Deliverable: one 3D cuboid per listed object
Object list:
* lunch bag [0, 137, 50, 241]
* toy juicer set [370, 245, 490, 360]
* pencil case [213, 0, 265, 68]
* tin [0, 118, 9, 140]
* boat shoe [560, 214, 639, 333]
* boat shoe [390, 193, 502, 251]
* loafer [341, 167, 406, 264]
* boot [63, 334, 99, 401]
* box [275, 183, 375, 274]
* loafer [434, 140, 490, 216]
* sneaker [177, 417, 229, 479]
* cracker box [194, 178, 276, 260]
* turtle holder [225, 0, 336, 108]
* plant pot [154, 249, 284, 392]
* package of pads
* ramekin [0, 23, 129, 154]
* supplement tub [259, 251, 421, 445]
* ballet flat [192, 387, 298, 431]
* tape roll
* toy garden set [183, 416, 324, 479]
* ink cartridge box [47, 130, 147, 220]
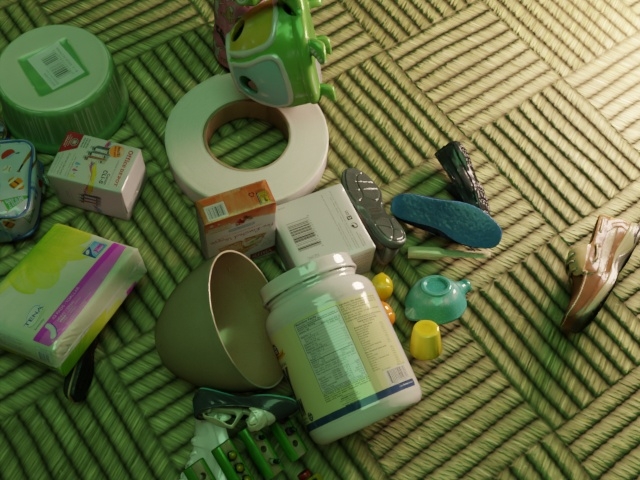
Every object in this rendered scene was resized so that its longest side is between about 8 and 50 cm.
[{"bbox_3d":[-0.767,-0.113,1.849,0.303,0.115,0.243,-5,60,-5],"label":"lunch bag"},{"bbox_3d":[0.218,0.117,1.806,0.209,0.089,0.329,17,44,25],"label":"toy juicer set"},{"bbox_3d":[-0.189,-0.582,1.973,0.160,0.386,0.167,-32,67,-20],"label":"pencil case"},{"bbox_3d":[-0.834,-0.243,1.955,0.190,0.040,0.106,-1,58,-4],"label":"tin"},{"bbox_3d":[0.601,0.066,1.835,0.120,0.122,0.324,30,56,18],"label":"boat shoe"},{"bbox_3d":[0.291,-0.054,1.878,0.258,0.089,0.109,25,90,14],"label":"boat shoe"},{"bbox_3d":[0.103,-0.057,1.881,0.096,0.084,0.267,0,42,-28],"label":"loafer"},{"bbox_3d":[-0.539,0.240,1.703,0.137,0.077,0.198,0,49,2],"label":"boot"},{"bbox_3d":[0.000,0.000,1.826,0.182,0.119,0.181,-21,65,-14],"label":"box"},{"bbox_3d":[0.335,-0.128,1.947,0.078,0.076,0.223,-28,69,23],"label":"loafer"},{"bbox_3d":[-0.248,0.448,1.582,0.169,0.108,0.292,-10,64,-12],"label":"sneaker"},{"bbox_3d":[-0.178,-0.025,1.764,0.156,0.232,0.067,-19,66,-13],"label":"cracker box"},{"bbox_3d":[-0.097,-0.434,1.865,0.227,0.320,0.243,-8,78,7],"label":"turtle holder"},{"bbox_3d":[-0.218,0.183,1.658,0.191,0.284,0.284,-20,61,21],"label":"plant pot"},{"bbox_3d":[-0.539,0.110,1.702,0.229,0.101,0.296,16,52,21],"label":"package of pads"},{"bbox_3d":[-0.621,-0.368,1.969,0.303,0.148,0.303,1,62,-3],"label":"ramekin"},{"bbox_3d":[0.033,0.210,1.623,0.235,0.235,0.325,-21,76,-14],"label":"supplement tub"},{"bbox_3d":[-0.146,0.326,1.560,0.203,0.074,0.074,6,62,7],"label":"ballet flat"},{"bbox_3d":[-0.174,-0.233,1.968,0.392,0.072,0.392,1,63,-3],"label":"tape roll"},{"bbox_3d":[-0.103,0.450,1.548,0.244,0.049,0.204,-29,87,-41],"label":"toy garden set"},{"bbox_3d":[-0.499,-0.145,1.870,0.176,0.127,0.128,14,62,3],"label":"ink cartridge box"}]
